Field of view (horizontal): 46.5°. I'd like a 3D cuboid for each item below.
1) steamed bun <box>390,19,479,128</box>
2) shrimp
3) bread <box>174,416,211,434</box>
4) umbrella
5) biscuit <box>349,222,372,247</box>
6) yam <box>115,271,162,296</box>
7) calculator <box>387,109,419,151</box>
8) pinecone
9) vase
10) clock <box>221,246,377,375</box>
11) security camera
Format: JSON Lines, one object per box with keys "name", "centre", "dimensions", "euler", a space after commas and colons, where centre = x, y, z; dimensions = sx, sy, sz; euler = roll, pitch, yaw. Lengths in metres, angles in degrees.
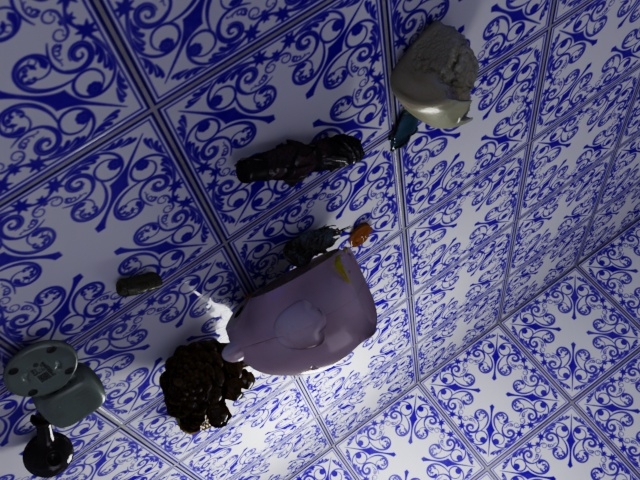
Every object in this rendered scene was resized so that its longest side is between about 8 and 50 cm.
{"name": "steamed bun", "centre": [0.284, -0.348, 1.664], "dimensions": [0.200, 0.170, 0.225], "euler": [-51, 152, 11]}
{"name": "shrimp", "centre": [0.000, 0.000, 1.930], "dimensions": [0.232, 0.079, 0.090], "euler": [-26, 155, -33]}
{"name": "bread", "centre": [-0.374, 0.523, 2.250], "dimensions": [0.128, 0.069, 0.140], "euler": [-15, 143, -36]}
{"name": "umbrella", "centre": [-0.039, -0.176, 1.607], "dimensions": [0.326, 0.090, 0.094], "euler": [-16, 166, -38]}
{"name": "biscuit", "centre": [0.114, -0.018, 2.103], "dimensions": [0.078, 0.015, 0.091], "euler": [-27, 150, -25]}
{"name": "yam", "centre": [-0.395, 0.095, 1.624], "dimensions": [0.094, 0.043, 0.043], "euler": [-15, 144, -41]}
{"name": "calculator", "centre": [0.209, -0.274, 1.839], "dimensions": [0.094, 0.019, 0.141], "euler": [-22, 149, -28]}
{"name": "pinecone", "centre": [-0.293, 0.377, 1.972], "dimensions": [0.244, 0.244, 0.309], "euler": [-50, 161, 19]}
{"name": "vase", "centre": [-0.669, 0.491, 1.819], "dimensions": [0.120, 0.120, 0.183], "euler": [-19, 128, -33]}
{"name": "clock", "centre": [-0.048, 0.209, 1.918], "dimensions": [0.376, 0.251, 0.368], "euler": [-26, -175, 14]}
{"name": "security camera", "centre": [-0.595, 0.308, 1.666], "dimensions": [0.157, 0.080, 0.302], "euler": [-31, 141, -12]}
